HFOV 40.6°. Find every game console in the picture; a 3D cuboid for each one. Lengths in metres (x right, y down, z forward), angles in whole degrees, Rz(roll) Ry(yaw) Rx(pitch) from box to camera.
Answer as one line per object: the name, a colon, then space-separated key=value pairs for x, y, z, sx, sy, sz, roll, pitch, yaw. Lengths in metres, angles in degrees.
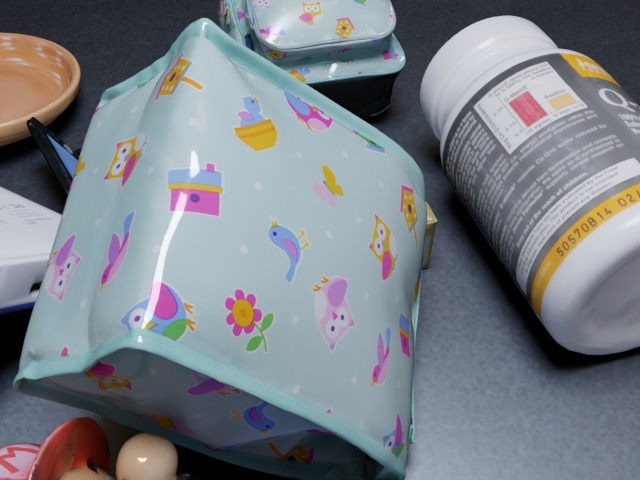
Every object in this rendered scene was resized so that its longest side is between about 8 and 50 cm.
game console: x=-0.186 y=-0.067 z=0.768 sx=0.071 sy=0.107 sz=0.122 roll=-40 pitch=53 yaw=0

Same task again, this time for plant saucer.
plant saucer: x=-0.335 y=-0.144 z=0.846 sx=0.200 sy=0.037 sz=0.200 roll=2 pitch=39 yaw=-2

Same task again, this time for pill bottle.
pill bottle: x=0.195 y=-0.057 z=0.709 sx=0.162 sy=0.162 sz=0.278 roll=-12 pitch=48 yaw=-14

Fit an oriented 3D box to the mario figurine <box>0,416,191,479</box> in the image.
mario figurine: x=-0.045 y=0.176 z=0.455 sx=0.321 sy=0.198 sz=0.170 roll=21 pitch=61 yaw=11

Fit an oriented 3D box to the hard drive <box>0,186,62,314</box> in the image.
hard drive: x=-0.331 y=-0.029 z=0.666 sx=0.319 sy=0.040 sz=0.210 roll=23 pitch=12 yaw=19

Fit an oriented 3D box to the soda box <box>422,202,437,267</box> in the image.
soda box: x=0.000 y=0.000 z=0.716 sx=0.181 sy=0.058 sz=0.061 roll=-11 pitch=48 yaw=-13

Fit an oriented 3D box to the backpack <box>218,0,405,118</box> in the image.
backpack: x=-0.016 y=-0.219 z=0.846 sx=0.166 sy=0.144 sz=0.188 roll=-12 pitch=61 yaw=-12

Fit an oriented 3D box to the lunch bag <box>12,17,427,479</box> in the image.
lunch bag: x=-0.031 y=0.028 z=0.563 sx=0.160 sy=0.262 sz=0.223 roll=-20 pitch=52 yaw=41
